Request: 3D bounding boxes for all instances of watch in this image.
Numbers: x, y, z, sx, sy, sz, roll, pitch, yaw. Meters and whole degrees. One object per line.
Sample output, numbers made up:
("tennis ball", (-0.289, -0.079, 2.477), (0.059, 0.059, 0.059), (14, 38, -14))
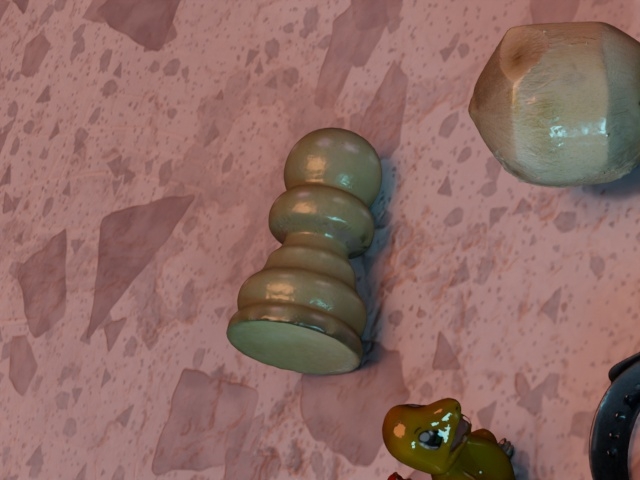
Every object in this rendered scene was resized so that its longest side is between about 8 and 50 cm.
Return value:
("watch", (0.315, 0.166, 1.591), (0.206, 0.068, 0.193), (-34, 48, 37))

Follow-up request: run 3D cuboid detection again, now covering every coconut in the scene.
("coconut", (0.220, -0.124, 1.773), (0.162, 0.161, 0.161), (1, 67, 15))

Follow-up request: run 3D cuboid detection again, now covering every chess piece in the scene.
("chess piece", (0.000, 0.000, 2.014), (0.144, 0.144, 0.251), (-13, 54, 46))

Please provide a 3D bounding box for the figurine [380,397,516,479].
("figurine", (0.102, 0.205, 1.727), (0.122, 0.176, 0.121), (-32, 44, 13))
